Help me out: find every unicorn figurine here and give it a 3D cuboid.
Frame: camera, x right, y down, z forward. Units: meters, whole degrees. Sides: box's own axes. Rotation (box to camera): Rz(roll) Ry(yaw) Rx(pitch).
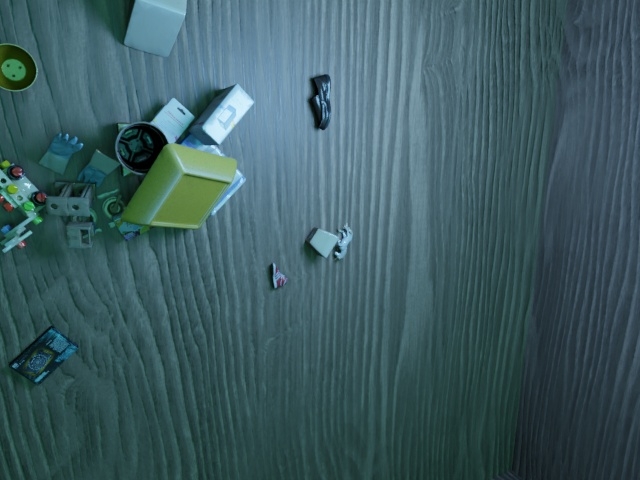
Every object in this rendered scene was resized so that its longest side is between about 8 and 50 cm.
[{"bbox_3d":[0.099,0.010,2.190,0.162,0.060,0.111,-47,127,-15],"label":"unicorn figurine"}]

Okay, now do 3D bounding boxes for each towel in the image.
[{"bbox_3d":[-0.439,-0.258,1.856,0.209,0.034,0.285,-47,119,-10],"label":"towel"}]

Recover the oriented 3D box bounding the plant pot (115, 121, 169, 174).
[{"bbox_3d":[-0.595,-0.309,1.612,0.166,0.165,0.167,-8,107,-26],"label":"plant pot"}]

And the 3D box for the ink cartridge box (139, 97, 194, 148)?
[{"bbox_3d":[-0.548,-0.406,1.743,0.104,0.061,0.181,42,83,-29],"label":"ink cartridge box"}]

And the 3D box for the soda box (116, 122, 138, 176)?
[{"bbox_3d":[-0.669,-0.316,1.703,0.058,0.061,0.182,-6,106,-26],"label":"soda box"}]

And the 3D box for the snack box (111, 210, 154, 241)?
[{"bbox_3d":[-0.662,-0.073,1.768,0.141,0.037,0.100,-32,132,-19],"label":"snack box"}]

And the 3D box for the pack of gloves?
[{"bbox_3d":[-0.779,-0.266,1.594,0.195,0.232,0.046,29,54,-32],"label":"pack of gloves"}]

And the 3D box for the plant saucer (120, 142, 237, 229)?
[{"bbox_3d":[-0.463,-0.155,1.690,0.333,0.081,0.332,-51,155,20],"label":"plant saucer"}]

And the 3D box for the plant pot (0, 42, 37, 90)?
[{"bbox_3d":[-0.936,-0.522,1.491,0.134,0.095,0.135,-7,106,-25],"label":"plant pot"}]

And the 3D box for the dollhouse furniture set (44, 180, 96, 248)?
[{"bbox_3d":[-0.828,-0.085,1.637,0.128,0.129,0.184,2,119,-15],"label":"dollhouse furniture set"}]

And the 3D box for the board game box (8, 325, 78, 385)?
[{"bbox_3d":[-0.983,0.412,1.746,0.186,0.026,0.126,-44,119,-11],"label":"board game box"}]

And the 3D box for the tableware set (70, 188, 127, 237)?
[{"bbox_3d":[-0.774,-0.093,1.718,0.194,0.039,0.129,-24,113,-21],"label":"tableware set"}]

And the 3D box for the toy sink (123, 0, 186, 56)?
[{"bbox_3d":[-0.544,-0.741,1.605,0.152,0.234,0.131,8,70,-28],"label":"toy sink"}]

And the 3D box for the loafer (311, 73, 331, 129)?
[{"bbox_3d":[-0.004,-0.560,1.989,0.078,0.080,0.220,-3,99,-17],"label":"loafer"}]

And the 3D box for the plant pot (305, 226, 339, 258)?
[{"bbox_3d":[0.000,0.000,2.117,0.096,0.109,0.109,35,86,-18],"label":"plant pot"}]

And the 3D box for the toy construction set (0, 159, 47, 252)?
[{"bbox_3d":[-1.000,-0.123,1.528,0.215,0.151,0.328,-51,131,-36],"label":"toy construction set"}]

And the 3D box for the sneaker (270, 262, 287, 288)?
[{"bbox_3d":[-0.176,0.144,2.092,0.066,0.042,0.119,-12,116,-21],"label":"sneaker"}]

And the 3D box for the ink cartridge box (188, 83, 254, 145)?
[{"bbox_3d":[-0.360,-0.448,1.765,0.093,0.154,0.212,45,73,-30],"label":"ink cartridge box"}]
